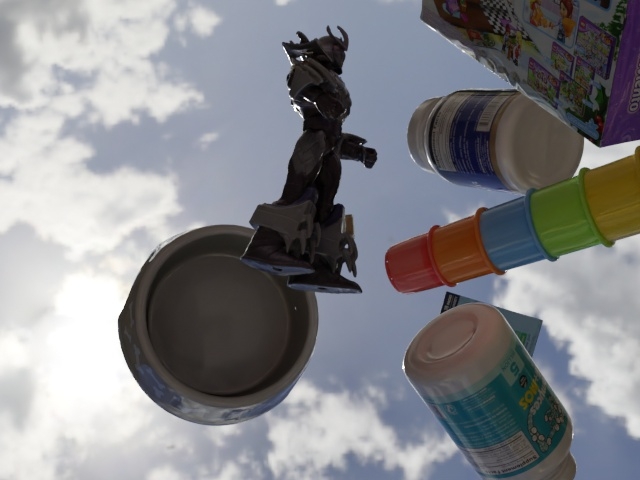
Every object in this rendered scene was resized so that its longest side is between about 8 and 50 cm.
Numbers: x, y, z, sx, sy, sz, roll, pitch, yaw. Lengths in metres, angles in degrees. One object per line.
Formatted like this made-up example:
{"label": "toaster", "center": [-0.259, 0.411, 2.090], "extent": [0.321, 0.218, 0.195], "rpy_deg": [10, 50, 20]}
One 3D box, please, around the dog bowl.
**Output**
{"label": "dog bowl", "center": [-0.161, 0.132, 1.745], "extent": [0.349, 0.348, 0.102], "rpy_deg": [-13, 169, -18]}

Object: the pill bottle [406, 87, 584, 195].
{"label": "pill bottle", "center": [0.250, -0.151, 1.549], "extent": [0.153, 0.153, 0.265], "rpy_deg": [-17, -164, -25]}

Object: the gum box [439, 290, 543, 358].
{"label": "gum box", "center": [0.299, 0.196, 1.924], "extent": [0.184, 0.157, 0.041], "rpy_deg": [16, 173, 9]}

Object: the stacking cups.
{"label": "stacking cups", "center": [0.214, -0.010, 1.137], "extent": [0.316, 0.096, 0.096], "rpy_deg": [-19, -159, 28]}

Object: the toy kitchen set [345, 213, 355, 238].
{"label": "toy kitchen set", "center": [0.000, 0.000, 1.415], "extent": [0.083, 0.068, 0.075], "rpy_deg": [-5, 176, 13]}

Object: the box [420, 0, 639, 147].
{"label": "box", "center": [0.181, -0.230, 0.857], "extent": [0.057, 0.201, 0.293], "rpy_deg": [-13, -144, -20]}

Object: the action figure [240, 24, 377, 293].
{"label": "action figure", "center": [0.001, -0.093, 1.080], "extent": [0.099, 0.185, 0.285], "rpy_deg": [0, -108, 26]}

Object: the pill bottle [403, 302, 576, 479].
{"label": "pill bottle", "center": [0.231, 0.219, 1.349], "extent": [0.146, 0.264, 0.146], "rpy_deg": [-30, -157, 14]}
